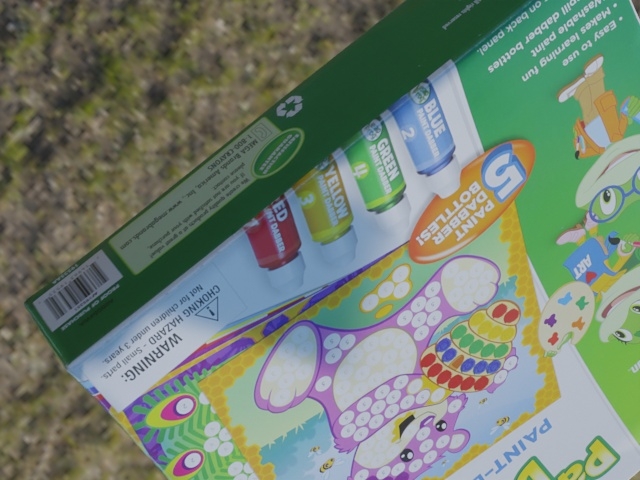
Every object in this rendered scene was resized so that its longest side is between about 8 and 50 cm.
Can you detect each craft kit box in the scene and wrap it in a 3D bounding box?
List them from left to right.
[{"bbox_3d":[0.050,0.036,0.654,0.250,0.061,0.246,-39,131,-5],"label":"craft kit box"}]
